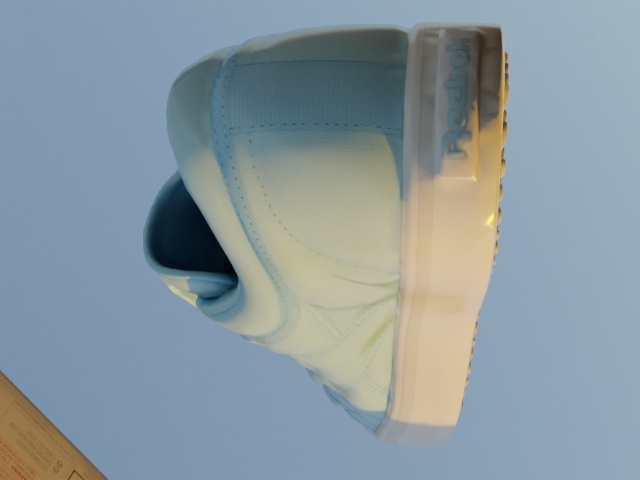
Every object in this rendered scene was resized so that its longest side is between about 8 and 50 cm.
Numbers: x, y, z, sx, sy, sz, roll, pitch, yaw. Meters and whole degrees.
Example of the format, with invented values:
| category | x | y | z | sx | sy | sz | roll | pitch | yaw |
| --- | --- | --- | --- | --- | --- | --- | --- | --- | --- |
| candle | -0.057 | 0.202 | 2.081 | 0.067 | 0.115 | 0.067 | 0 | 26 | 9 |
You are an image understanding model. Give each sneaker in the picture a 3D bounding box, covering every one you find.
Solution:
| category | x | y | z | sx | sy | sz | roll | pitch | yaw |
| --- | --- | --- | --- | --- | --- | --- | --- | --- | --- |
| sneaker | 0.000 | 0.000 | 0.714 | 0.366 | 0.150 | 0.135 | 88 | -172 | -65 |

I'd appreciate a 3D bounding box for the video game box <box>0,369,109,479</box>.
| category | x | y | z | sx | sy | sz | roll | pitch | yaw |
| --- | --- | --- | --- | --- | --- | --- | --- | --- | --- |
| video game box | -0.215 | 0.165 | 0.883 | 0.205 | 0.048 | 0.187 | 49 | -140 | -17 |
